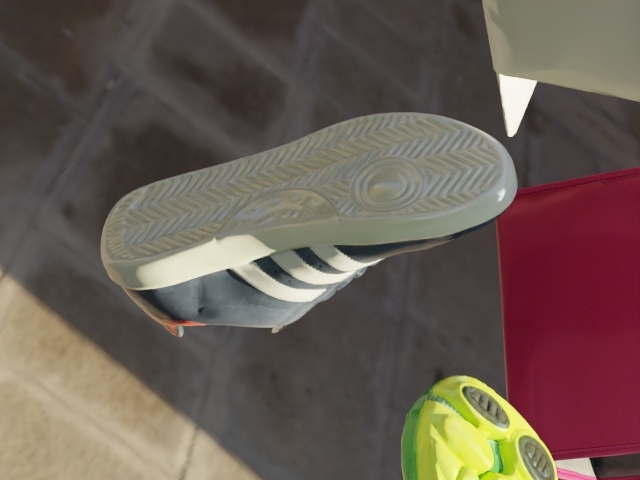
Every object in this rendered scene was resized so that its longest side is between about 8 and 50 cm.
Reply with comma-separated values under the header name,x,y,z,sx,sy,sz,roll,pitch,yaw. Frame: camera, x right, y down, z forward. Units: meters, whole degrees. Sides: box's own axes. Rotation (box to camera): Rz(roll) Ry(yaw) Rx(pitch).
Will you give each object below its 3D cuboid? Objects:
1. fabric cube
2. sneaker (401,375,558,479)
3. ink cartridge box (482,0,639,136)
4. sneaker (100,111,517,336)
name,x,y,z,sx,sy,sz,roll,pitch,yaw
fabric cube,0.329,0.086,1.457,0.259,0.254,0.258,25,58,-59
sneaker,0.088,0.218,0.937,0.109,0.123,0.296,-38,123,-40
ink cartridge box,0.087,-0.113,0.431,0.061,0.181,0.104,15,62,21
sneaker,0.000,0.000,1.290,0.148,0.350,0.131,65,21,-46
